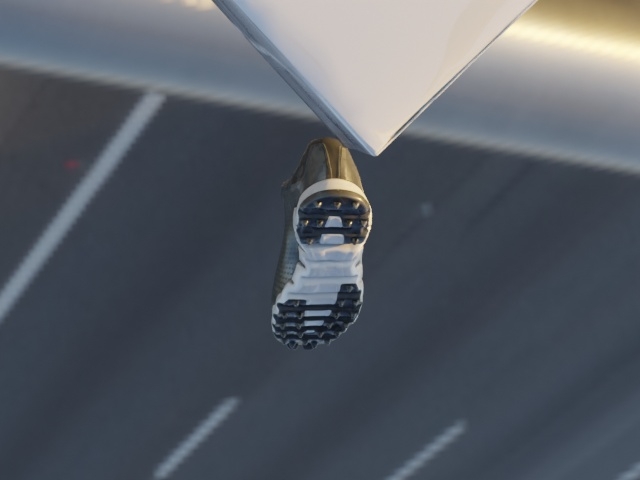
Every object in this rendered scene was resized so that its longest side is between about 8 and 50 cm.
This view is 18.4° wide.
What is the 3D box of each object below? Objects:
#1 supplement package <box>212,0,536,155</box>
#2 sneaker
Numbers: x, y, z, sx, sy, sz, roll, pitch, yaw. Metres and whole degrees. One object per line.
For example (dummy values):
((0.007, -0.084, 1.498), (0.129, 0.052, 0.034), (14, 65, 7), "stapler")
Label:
((0.059, -0.230, 1.560), (0.262, 0.204, 0.145), (-43, -170, -2), "supplement package")
((0.000, 0.000, 1.723), (0.078, 0.106, 0.234), (2, 141, -8), "sneaker")
